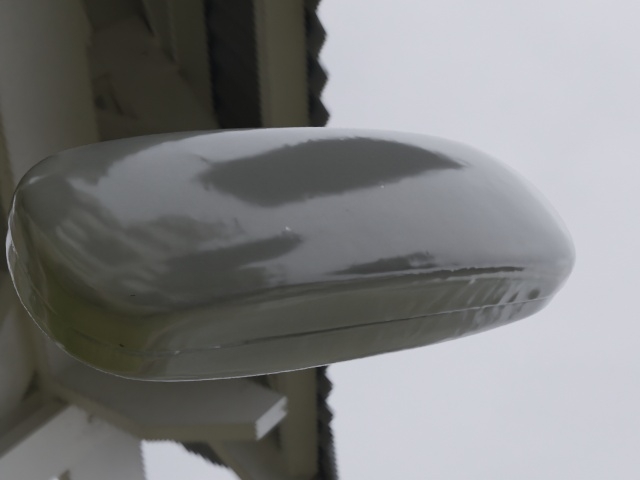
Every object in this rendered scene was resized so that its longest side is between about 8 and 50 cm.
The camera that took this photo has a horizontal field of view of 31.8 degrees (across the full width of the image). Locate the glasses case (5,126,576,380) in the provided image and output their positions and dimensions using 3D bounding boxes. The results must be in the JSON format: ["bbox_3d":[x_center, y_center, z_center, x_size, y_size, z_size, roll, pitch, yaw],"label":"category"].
[{"bbox_3d":[0.000,0.000,0.420,0.092,0.233,0.059,54,-47,33],"label":"glasses case"}]
